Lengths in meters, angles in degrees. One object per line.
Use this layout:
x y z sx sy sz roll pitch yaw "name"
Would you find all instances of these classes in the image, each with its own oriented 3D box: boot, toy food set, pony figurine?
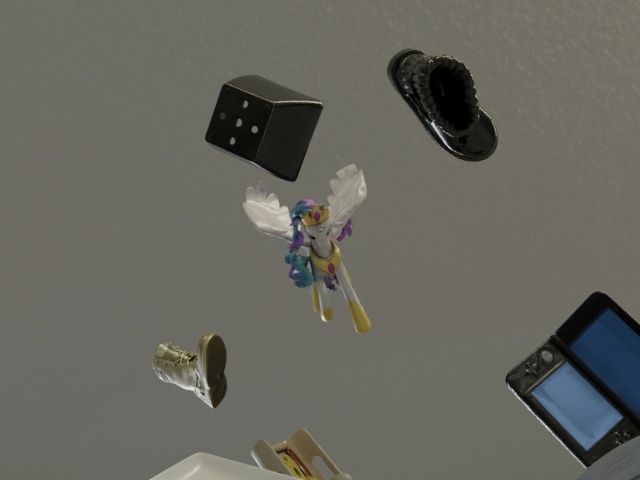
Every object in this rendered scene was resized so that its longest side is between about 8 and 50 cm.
-0.286 0.259 1.680 0.165 0.077 0.213 22 -45 20 "boot"
-0.021 0.511 1.694 0.092 0.220 0.306 -43 -17 4 "toy food set"
0.000 0.000 1.830 0.303 0.351 0.363 -18 -56 -3 "pony figurine"
0.298 -0.272 1.681 0.348 0.260 0.131 37 -85 -23 "boot"

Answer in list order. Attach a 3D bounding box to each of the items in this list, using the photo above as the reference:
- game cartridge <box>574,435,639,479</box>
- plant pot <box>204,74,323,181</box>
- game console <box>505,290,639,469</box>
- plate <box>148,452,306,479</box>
0.491 0.411 1.189 0.062 0.198 0.297 27 -51 -17 "game cartridge"
-0.132 -0.242 1.627 0.167 0.187 0.188 -8 -59 -68 "plant pot"
0.591 0.303 1.647 0.250 0.293 0.173 -32 -25 -24 "game console"
-0.197 0.426 1.192 0.277 0.045 0.278 1 15 40 "plate"
